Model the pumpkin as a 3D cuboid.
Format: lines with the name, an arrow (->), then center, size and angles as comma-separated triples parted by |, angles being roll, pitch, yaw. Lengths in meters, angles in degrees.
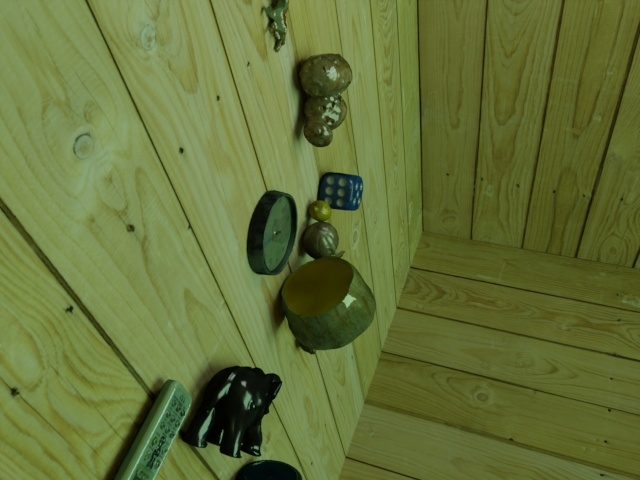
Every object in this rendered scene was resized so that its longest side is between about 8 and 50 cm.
pumpkin -> 0.022, 0.200, 2.159 | 0.199, 0.333, 0.332 | 74, 32, -43

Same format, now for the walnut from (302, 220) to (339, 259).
walnut -> 0.001, 0.000, 2.271 | 0.140, 0.140, 0.162 | -66, 146, -32

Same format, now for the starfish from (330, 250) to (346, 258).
starfish -> 0.060, 0.125, 2.480 | 0.277, 0.062, 0.235 | -67, 156, -67

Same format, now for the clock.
clock -> -0.149, -0.022, 1.952 | 0.280, 0.056, 0.280 | 10, 90, -71

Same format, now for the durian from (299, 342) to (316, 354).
durian -> -0.050, 0.403, 2.438 | 0.140, 0.071, 0.110 | 33, 55, -72

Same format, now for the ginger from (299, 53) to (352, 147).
ginger -> 0.018, -0.470, 2.026 | 0.244, 0.155, 0.304 | -48, 143, -59

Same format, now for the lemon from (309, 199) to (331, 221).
lemon -> -0.002, -0.111, 2.277 | 0.111, 0.082, 0.082 | 39, 63, -66

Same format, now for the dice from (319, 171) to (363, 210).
dice -> 0.080, -0.193, 2.366 | 0.146, 0.147, 0.143 | -13, 110, -69

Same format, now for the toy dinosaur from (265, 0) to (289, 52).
toy dinosaur -> -0.109, -0.658, 1.727 | 0.142, 0.057, 0.212 | 6, 96, -82

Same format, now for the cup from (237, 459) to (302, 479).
cup -> -0.215, 0.940, 2.091 | 0.242, 0.308, 0.292 | -140, -124, -75

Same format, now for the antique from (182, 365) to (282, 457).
antique -> -0.238, 0.493, 1.788 | 0.322, 0.185, 0.255 | 46, 58, -63

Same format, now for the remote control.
remote control -> -0.418, 0.503, 1.460 | 0.128, 0.066, 0.335 | 78, 29, -52
